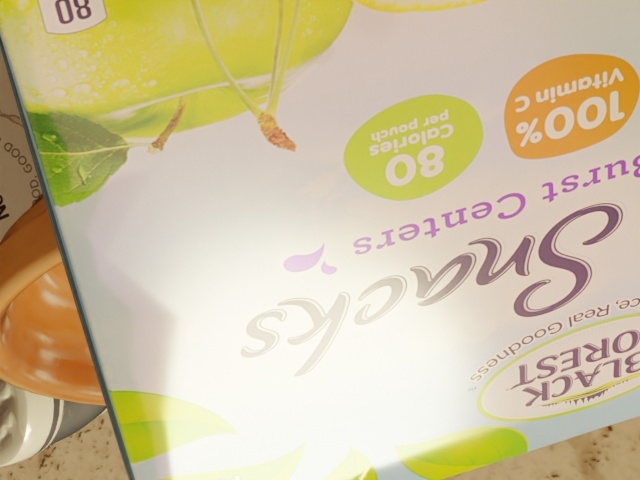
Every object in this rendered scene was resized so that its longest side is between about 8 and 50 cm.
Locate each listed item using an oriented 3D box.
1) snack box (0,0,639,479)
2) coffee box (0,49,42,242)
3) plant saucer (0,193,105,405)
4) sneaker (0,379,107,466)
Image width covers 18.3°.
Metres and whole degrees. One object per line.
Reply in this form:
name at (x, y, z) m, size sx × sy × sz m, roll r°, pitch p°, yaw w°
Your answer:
snack box at (0.043, -0.036, 0.404) m, size 0.207 × 0.174 × 0.070 m, roll -15°, pitch -134°, yaw -7°
coffee box at (-0.045, -0.043, 0.714) m, size 0.297 × 0.119 × 0.168 m, roll -16°, pitch -179°, yaw 12°
plant saucer at (0.000, 0.000, 0.557) m, size 0.200 × 0.037 × 0.200 m, roll -10°, pitch 160°, yaw -4°
sneaker at (-0.228, 0.039, 1.113) m, size 0.321 × 0.126 × 0.127 m, roll 19°, pitch -153°, yaw 36°
